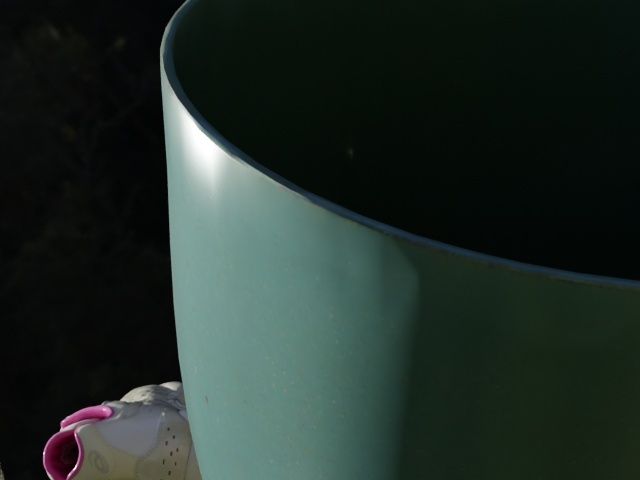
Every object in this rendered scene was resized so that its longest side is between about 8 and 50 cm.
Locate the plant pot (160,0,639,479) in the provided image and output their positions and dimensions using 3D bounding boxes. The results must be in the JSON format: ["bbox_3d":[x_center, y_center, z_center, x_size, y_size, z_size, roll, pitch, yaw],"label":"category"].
[{"bbox_3d":[0.080,0.044,0.601,0.293,0.235,0.293,5,29,-3],"label":"plant pot"}]

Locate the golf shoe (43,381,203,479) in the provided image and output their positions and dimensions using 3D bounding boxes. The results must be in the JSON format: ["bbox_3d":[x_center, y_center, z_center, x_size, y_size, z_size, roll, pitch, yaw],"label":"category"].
[{"bbox_3d":[-0.166,0.169,1.310,0.140,0.115,0.306,8,-8,-18],"label":"golf shoe"}]

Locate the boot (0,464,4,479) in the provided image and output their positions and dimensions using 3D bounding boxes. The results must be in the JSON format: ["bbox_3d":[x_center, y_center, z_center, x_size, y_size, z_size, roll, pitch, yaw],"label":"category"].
[{"bbox_3d":[-0.324,0.232,1.043,0.244,0.088,0.176,-19,44,13],"label":"boot"}]
